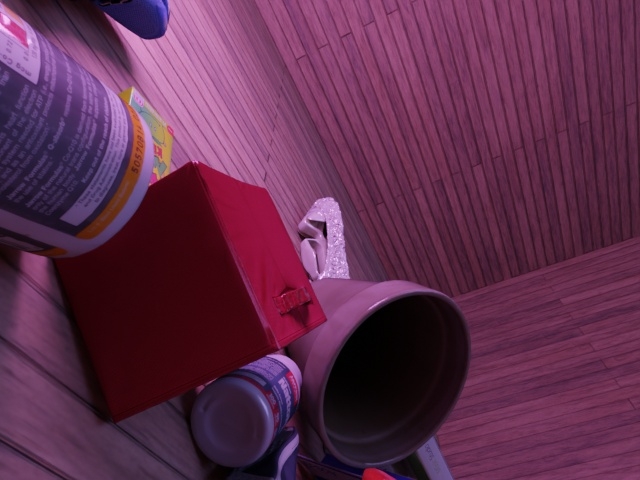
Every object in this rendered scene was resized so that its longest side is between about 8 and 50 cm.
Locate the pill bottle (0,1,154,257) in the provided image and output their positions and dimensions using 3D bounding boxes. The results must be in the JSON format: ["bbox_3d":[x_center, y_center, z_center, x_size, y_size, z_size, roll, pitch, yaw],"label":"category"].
[{"bbox_3d":[-0.262,-0.098,0.284,0.278,0.162,0.162,44,28,-62],"label":"pill bottle"}]

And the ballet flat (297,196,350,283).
[{"bbox_3d":[0.000,0.000,1.290,0.147,0.147,0.408,55,18,-45],"label":"ballet flat"}]

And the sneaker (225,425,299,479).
[{"bbox_3d":[-0.064,0.353,0.563,0.226,0.086,0.163,23,55,-84],"label":"sneaker"}]

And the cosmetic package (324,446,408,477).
[{"bbox_3d":[0.106,0.489,0.949,0.231,0.117,0.085,63,15,-19],"label":"cosmetic package"}]

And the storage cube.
[{"bbox_3d":[-0.131,0.051,0.484,0.193,0.215,0.184,64,13,8],"label":"storage cube"}]

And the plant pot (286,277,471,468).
[{"bbox_3d":[0.068,0.200,0.825,0.280,0.323,0.323,27,-30,56],"label":"plant pot"}]

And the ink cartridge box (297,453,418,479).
[{"bbox_3d":[0.148,0.470,0.758,0.072,0.304,0.307,-52,126,-41],"label":"ink cartridge box"}]

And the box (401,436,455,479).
[{"bbox_3d":[0.173,0.459,1.034,0.322,0.059,0.232,20,-40,61],"label":"box"}]

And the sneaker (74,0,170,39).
[{"bbox_3d":[-0.333,-0.366,0.575,0.330,0.130,0.147,26,59,-67],"label":"sneaker"}]

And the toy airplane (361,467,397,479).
[{"bbox_3d":[0.134,0.548,0.535,0.386,0.273,0.384,-121,-149,-57],"label":"toy airplane"}]

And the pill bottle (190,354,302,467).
[{"bbox_3d":[-0.088,0.220,0.601,0.180,0.108,0.107,-1,70,-76],"label":"pill bottle"}]

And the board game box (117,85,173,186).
[{"bbox_3d":[-0.257,-0.122,0.604,0.092,0.043,0.181,54,20,-49],"label":"board game box"}]
